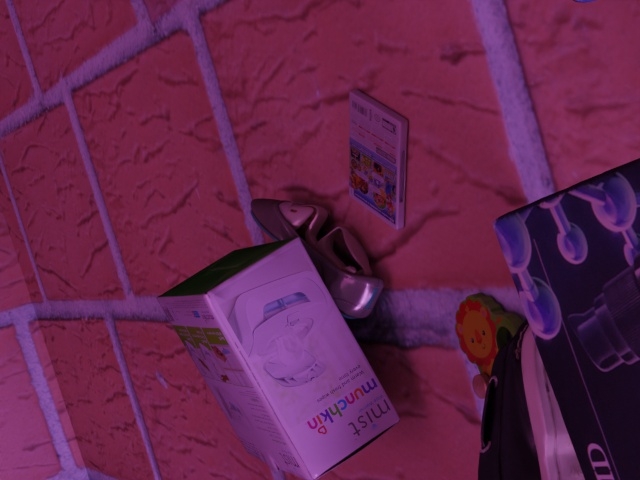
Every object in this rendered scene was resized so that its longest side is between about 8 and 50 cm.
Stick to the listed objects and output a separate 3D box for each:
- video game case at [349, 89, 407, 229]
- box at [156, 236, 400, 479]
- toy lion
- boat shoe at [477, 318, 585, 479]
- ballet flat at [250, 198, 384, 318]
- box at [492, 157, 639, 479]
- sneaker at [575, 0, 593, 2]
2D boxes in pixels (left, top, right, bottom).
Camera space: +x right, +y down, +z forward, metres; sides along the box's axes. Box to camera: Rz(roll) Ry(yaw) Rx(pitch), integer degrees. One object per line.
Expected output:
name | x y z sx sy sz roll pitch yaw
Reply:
video game case | 0.057 -0.082 1.163 0.087 0.011 0.122 38 138 45
box | -0.059 0.132 1.303 0.231 0.127 0.262 60 162 -6
toy lion | 0.161 0.093 1.069 0.100 0.034 0.096 -36 68 61
boat shoe | 0.182 0.230 0.934 0.113 0.127 0.340 -28 64 60
ballet flat | 0.000 0.000 1.278 0.213 0.072 0.068 48 118 35
box | 0.314 0.055 0.558 0.395 0.212 0.293 -27 82 62
sneaker | 0.200 -0.210 0.748 0.162 0.063 0.073 114 145 -54
